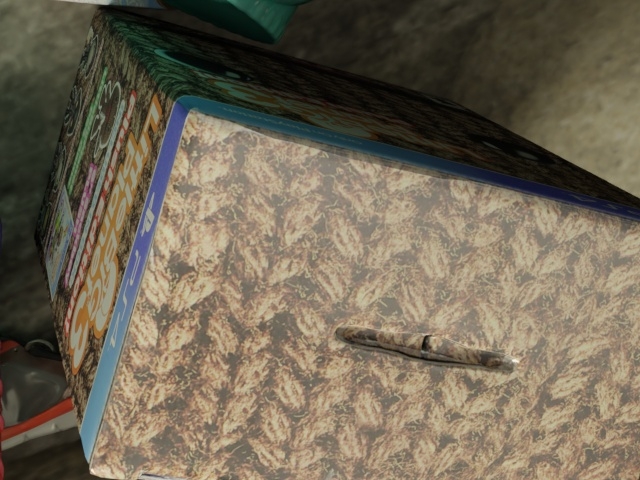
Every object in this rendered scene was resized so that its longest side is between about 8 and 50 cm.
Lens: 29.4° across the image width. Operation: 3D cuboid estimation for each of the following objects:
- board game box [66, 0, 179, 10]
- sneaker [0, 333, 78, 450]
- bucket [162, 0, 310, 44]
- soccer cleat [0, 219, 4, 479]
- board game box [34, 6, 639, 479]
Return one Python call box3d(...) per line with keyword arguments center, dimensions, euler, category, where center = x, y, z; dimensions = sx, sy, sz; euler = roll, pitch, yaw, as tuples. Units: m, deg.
box3d(center=(-0.101, -0.170, 0.652), dimensions=(0.090, 0.020, 0.090), euler=(1, 103, -17), category="board game box")
box3d(center=(-0.186, 0.089, 0.705), dimensions=(0.158, 0.061, 0.065), euler=(-17, 85, -12), category="sneaker")
box3d(center=(-0.081, -0.215, 0.503), dimensions=(0.281, 0.281, 0.183), euler=(25, 94, -23), category="bucket")
box3d(center=(-0.207, 0.123, 0.624), dimensions=(0.116, 0.108, 0.318), euler=(23, 67, -27), category="soccer cleat")
box3d(center=(0.000, 0.000, 0.594), dimensions=(0.232, 0.291, 0.141), euler=(12, 104, -21), category="board game box")
